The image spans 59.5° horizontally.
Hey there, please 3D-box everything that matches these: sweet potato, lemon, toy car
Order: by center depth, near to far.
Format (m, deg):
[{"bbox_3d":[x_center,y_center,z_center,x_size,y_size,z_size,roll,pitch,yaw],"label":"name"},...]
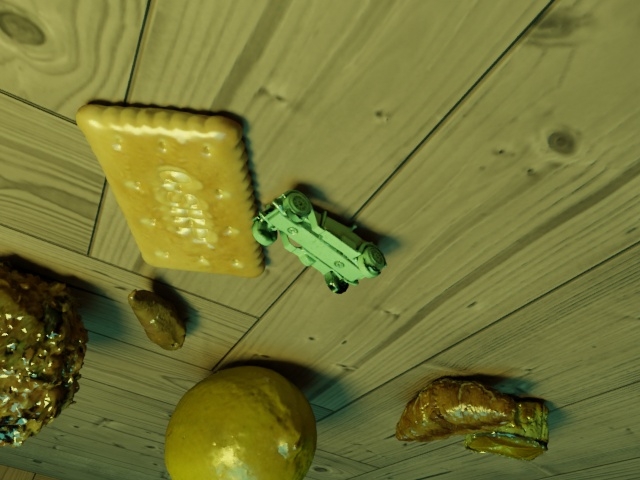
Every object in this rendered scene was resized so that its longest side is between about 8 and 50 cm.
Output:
[{"bbox_3d":[0.000,0.000,0.592,0.143,0.054,0.073,35,137,-23],"label":"toy car"},{"bbox_3d":[-0.227,0.112,0.794,0.068,0.060,0.206,16,154,17],"label":"sweet potato"},{"bbox_3d":[-0.131,0.324,0.916,0.263,0.236,0.236,-16,137,13],"label":"lemon"}]

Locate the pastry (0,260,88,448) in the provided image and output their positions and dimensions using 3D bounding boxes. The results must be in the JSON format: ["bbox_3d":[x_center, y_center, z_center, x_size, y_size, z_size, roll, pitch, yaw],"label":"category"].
[{"bbox_3d":[-0.453,0.157,0.757,0.275,0.275,0.193,5,170,8],"label":"pastry"}]

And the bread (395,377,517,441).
[{"bbox_3d":[0.199,0.261,0.871,0.105,0.076,0.233,27,139,-26],"label":"bread"}]

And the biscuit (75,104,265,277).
[{"bbox_3d":[-0.147,-0.038,0.597,0.160,0.030,0.250,7,144,5],"label":"biscuit"}]

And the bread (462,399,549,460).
[{"bbox_3d":[0.298,0.307,0.914,0.128,0.069,0.140,7,147,7],"label":"bread"}]
